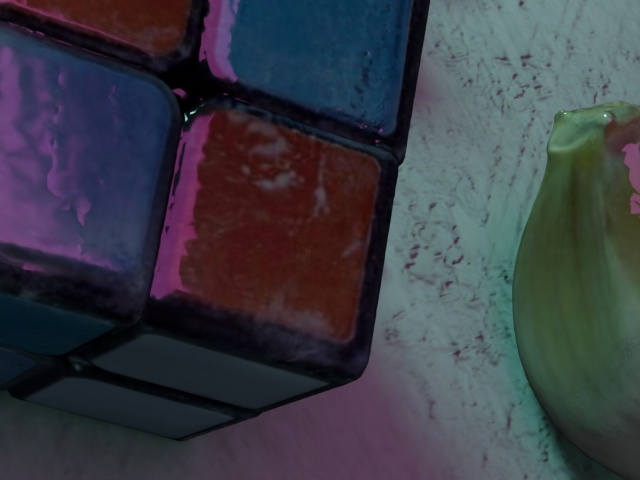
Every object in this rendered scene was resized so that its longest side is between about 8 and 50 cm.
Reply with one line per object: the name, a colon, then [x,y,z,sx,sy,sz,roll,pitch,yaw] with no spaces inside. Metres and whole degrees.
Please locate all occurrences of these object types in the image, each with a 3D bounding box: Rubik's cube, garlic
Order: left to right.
Rubik's cube: [-0.144,-0.061,1.099,0.318,0.316,0.313,18,69,-23]
garlic: [0.307,0.066,1.320,0.231,0.246,0.340,-1,48,-36]
